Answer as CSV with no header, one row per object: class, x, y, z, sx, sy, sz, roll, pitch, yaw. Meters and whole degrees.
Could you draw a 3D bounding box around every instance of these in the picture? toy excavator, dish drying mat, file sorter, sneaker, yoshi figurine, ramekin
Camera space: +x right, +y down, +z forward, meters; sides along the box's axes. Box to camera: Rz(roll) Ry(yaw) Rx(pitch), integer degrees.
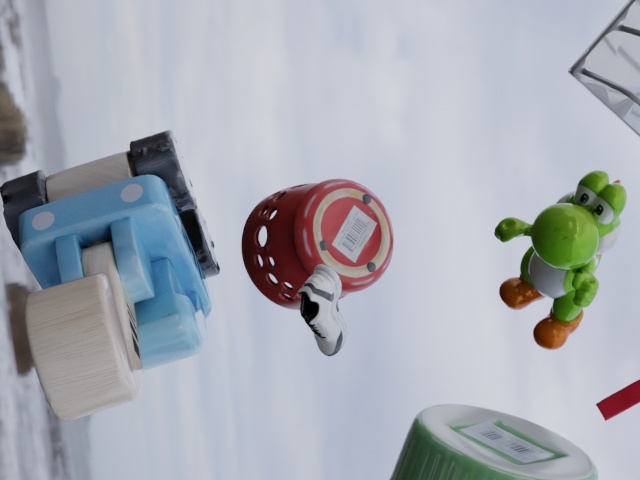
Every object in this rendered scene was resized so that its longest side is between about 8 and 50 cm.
toy excavator,-0.229,0.070,1.379,0.433,0.222,0.445,75,-3,-53
dish drying mat,0.474,0.249,1.891,0.032,0.083,0.008,61,4,11
file sorter,0.454,-0.218,1.312,0.277,0.193,0.173,-50,-164,7
sneaker,-0.002,0.075,1.188,0.040,0.044,0.109,21,-43,33
yoshi figurine,0.395,0.033,2.038,0.362,0.203,0.203,103,-2,-50
ramekin,0.246,0.350,1.727,0.303,0.303,0.148,-135,-122,-70

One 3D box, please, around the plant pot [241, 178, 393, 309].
plant pot,0.000,0.000,1.812,0.174,0.191,0.191,-22,-104,59
